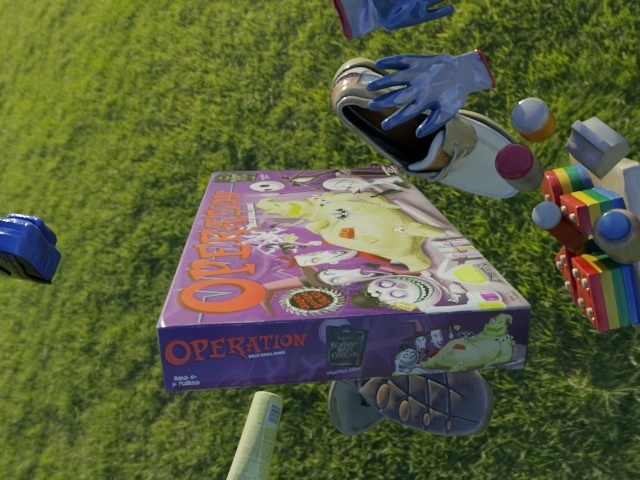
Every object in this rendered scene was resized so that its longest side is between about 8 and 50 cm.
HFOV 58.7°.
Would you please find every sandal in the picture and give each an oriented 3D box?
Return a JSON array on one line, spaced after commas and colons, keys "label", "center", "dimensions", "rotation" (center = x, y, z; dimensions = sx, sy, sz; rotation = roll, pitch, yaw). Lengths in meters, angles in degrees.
[{"label": "sandal", "center": [0.133, 0.211, 0.936], "dimensions": [0.302, 0.086, 0.120], "rotation": [-39, 91, 9]}]

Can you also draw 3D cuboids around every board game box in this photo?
[{"label": "board game box", "center": [0.000, 0.000, 0.469], "dimensions": [0.347, 0.208, 0.056], "rotation": [-107, 11, -69]}]

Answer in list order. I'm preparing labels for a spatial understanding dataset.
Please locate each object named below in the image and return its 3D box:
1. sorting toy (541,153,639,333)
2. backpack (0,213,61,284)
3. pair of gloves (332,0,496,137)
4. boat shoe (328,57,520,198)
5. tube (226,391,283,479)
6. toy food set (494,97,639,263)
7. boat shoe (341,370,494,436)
[{"label": "sorting toy", "center": [0.423, -0.001, 0.887], "dimensions": [0.089, 0.255, 0.257], "rotation": [-14, 103, 12]}, {"label": "backpack", "center": [-0.488, 0.006, 0.916], "dimensions": [0.097, 0.120, 0.101], "rotation": [4, 68, 2]}, {"label": "pair of gloves", "center": [0.101, -0.215, 0.613], "dimensions": [0.198, 0.159, 0.023], "rotation": [66, 160, -3]}, {"label": "boat shoe", "center": [0.146, -0.125, 0.753], "dimensions": [0.103, 0.302, 0.113], "rotation": [-79, 16, -51]}, {"label": "tube", "center": [-0.128, 0.409, 1.074], "dimensions": [0.070, 0.062, 0.240], "rotation": [-3, 53, 23]}, {"label": "toy food set", "center": [0.247, -0.056, 0.539], "dimensions": [0.111, 0.104, 0.232], "rotation": [-47, 57, 18]}, {"label": "boat shoe", "center": [0.091, 0.167, 0.781], "dimensions": [0.324, 0.116, 0.123], "rotation": [21, 84, 37]}]
